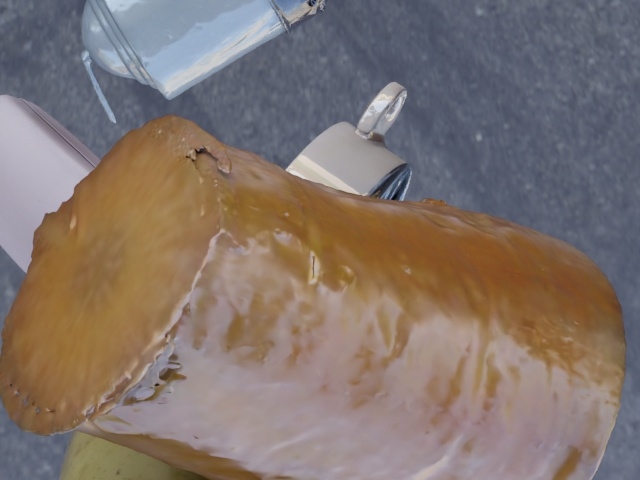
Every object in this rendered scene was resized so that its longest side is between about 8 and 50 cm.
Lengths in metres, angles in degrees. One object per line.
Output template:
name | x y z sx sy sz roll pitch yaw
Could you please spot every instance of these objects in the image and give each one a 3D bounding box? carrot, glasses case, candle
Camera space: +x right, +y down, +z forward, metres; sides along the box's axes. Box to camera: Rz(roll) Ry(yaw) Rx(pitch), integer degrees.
carrot | -0.005 0.040 0.655 0.254 0.196 0.196 27 123 -36
glasses case | -0.257 -0.044 1.274 0.075 0.297 0.113 18 104 -39
candle | -0.167 -0.312 1.744 0.342 0.221 0.221 -30 125 0

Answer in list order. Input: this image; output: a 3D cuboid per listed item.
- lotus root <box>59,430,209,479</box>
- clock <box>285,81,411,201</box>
lotus root | -0.067 0.169 0.734 0.160 0.284 0.146 22 123 -21
clock | 0.000 0.000 0.921 0.063 0.155 0.229 37 96 12
